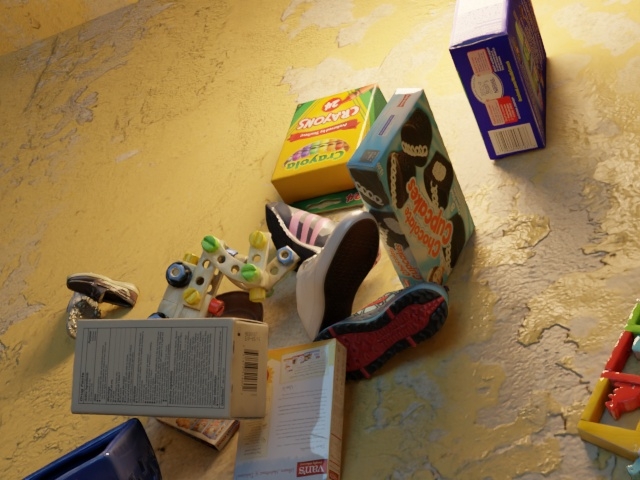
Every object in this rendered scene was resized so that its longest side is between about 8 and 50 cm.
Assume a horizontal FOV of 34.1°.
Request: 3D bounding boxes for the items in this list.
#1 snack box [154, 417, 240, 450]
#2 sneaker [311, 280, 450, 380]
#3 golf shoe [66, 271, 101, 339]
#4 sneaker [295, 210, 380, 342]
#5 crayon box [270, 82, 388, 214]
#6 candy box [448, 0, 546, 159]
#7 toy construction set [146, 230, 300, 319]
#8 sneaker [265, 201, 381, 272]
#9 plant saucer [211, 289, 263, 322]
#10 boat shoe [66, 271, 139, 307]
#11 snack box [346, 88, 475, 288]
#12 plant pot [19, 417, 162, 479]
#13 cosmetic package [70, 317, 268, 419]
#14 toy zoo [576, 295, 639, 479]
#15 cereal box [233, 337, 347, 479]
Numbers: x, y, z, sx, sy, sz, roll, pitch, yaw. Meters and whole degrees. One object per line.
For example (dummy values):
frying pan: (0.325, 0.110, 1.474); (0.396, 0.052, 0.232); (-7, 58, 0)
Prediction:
snack box: (-0.216, 0.312, 1.821); (0.178, 0.022, 0.064); (13, 53, 45)
sneaker: (0.107, 0.147, 1.739); (0.262, 0.104, 0.125); (-26, 6, 21)
golf shoe: (-0.507, 0.152, 2.215); (0.086, 0.069, 0.176); (-36, 27, 33)
sneaker: (0.009, 0.044, 1.746); (0.106, 0.290, 0.123); (-11, 48, -32)
crayon box: (0.020, -0.189, 2.198); (0.202, 0.081, 0.318); (-12, 40, 25)
candy box: (0.348, -0.361, 1.997); (0.122, 0.268, 0.317); (-9, 40, 23)
toy construction set: (-0.191, 0.126, 1.877); (0.215, 0.151, 0.327); (16, 61, 16)
sneaker: (0.000, 0.000, 1.988); (0.131, 0.112, 0.319); (-21, 32, -19)
plant saucer: (-0.187, 0.177, 1.950); (0.199, 0.036, 0.198); (-20, 36, 16)
boat shoe: (-0.455, 0.105, 2.171); (0.152, 0.056, 0.049); (9, 49, -7)
snack box: (0.159, -0.070, 1.740); (0.060, 0.322, 0.187); (8, 51, 35)
plant pot: (-0.343, 0.431, 1.568); (0.236, 0.212, 0.236); (-29, 2, 2)
cosmetic package: (-0.245, 0.207, 1.687); (0.310, 0.113, 0.160); (-2, 80, 28)
toy zoo: (0.477, 0.201, 1.425); (0.192, 0.030, 0.293); (6, 50, 41)
cereal box: (-0.047, 0.283, 1.659); (0.173, 0.047, 0.240); (-12, 56, 27)
